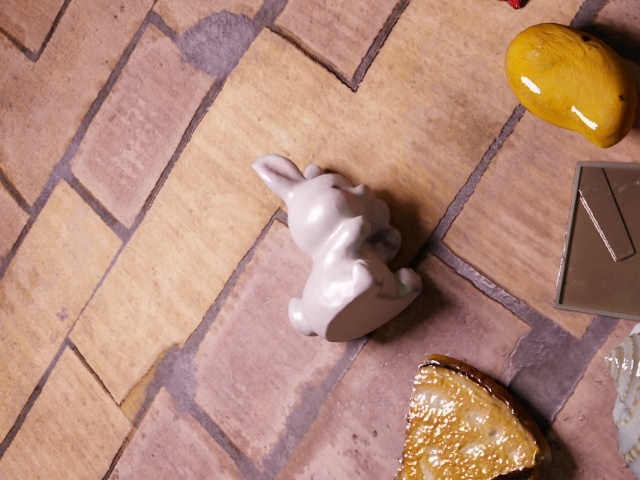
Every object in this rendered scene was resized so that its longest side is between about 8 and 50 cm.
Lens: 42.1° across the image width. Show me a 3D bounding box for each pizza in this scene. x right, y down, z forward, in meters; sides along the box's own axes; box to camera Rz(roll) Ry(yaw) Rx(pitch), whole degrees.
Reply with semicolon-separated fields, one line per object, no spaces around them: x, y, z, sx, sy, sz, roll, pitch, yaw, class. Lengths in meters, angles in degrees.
0.244;0.347;1.351;0.251;0.074;0.287;12;87;36;pizza

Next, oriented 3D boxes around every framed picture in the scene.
0.473;-0.001;1.306;0.184;0.016;0.249;6;83;36;framed picture

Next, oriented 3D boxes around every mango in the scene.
0.410;-0.253;1.351;0.157;0.109;0.262;-42;64;9;mango

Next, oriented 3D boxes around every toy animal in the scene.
0.009;-0.002;1.519;0.241;0.196;0.367;-30;67;28;toy animal

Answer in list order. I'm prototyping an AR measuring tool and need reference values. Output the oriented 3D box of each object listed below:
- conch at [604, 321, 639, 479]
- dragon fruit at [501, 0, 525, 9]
0.529;0.244;1.100;0.319;0.215;0.302;24;104;37;conch
0.321;-0.505;1.505;0.192;0.122;0.092;27;56;39;dragon fruit
